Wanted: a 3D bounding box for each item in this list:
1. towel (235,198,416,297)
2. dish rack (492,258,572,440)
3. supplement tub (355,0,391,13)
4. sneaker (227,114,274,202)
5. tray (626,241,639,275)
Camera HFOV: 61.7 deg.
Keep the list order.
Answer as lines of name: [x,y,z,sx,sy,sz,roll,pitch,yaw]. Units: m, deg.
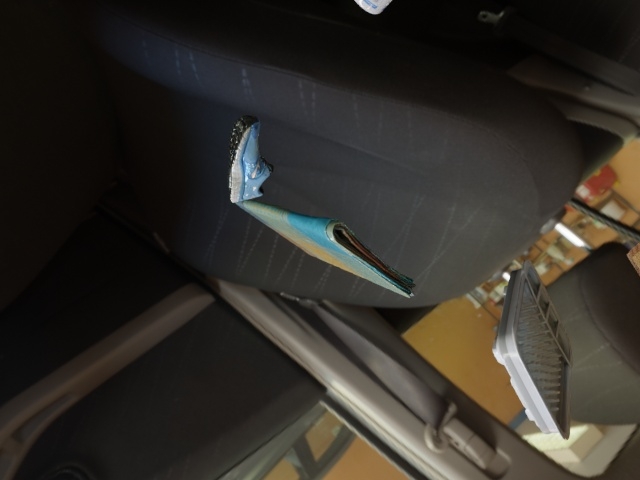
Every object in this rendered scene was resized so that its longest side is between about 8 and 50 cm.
towel: [0.000,0.000,1.130,0.271,0.370,0.040,37,80,-36]
dish rack: [0.462,0.231,1.170,0.072,0.285,0.333,-20,-161,33]
supplement tub: [0.095,-0.386,0.765,0.107,0.071,0.071,-37,172,39]
sneaker: [-0.112,-0.135,0.885,0.073,0.063,0.162,-3,137,-17]
tray: [0.782,0.052,0.939,0.411,0.203,0.076,-12,151,-9]
